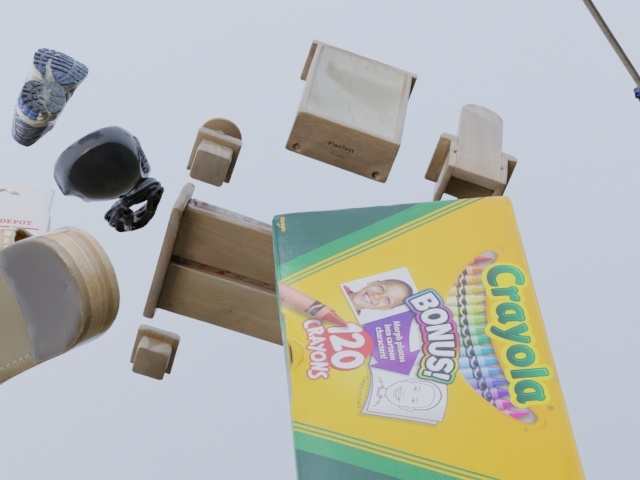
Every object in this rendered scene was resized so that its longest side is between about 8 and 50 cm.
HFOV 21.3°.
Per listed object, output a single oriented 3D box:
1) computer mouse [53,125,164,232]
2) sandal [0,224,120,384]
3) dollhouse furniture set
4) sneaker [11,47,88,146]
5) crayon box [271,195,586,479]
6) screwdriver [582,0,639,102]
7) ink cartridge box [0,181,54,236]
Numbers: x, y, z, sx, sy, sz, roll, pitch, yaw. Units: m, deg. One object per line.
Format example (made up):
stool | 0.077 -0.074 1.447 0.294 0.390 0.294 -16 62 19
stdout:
computer mouse | -0.158 -0.035 1.347 0.071 0.041 0.242 -29 -12 -3
sandal | -0.160 0.031 0.920 0.079 0.088 0.240 -21 6 -39
dollhouse furniture set | 0.000 0.000 1.760 0.303 0.174 0.355 19 -59 -3
sneaker | -0.255 -0.130 1.562 0.058 0.052 0.135 -59 5 30
crayon box | 0.061 0.093 1.076 0.165 0.278 0.081 -5 -49 -3
screwdriver | 0.167 -0.089 0.925 0.170 0.024 0.025 41 -102 -42
ink cartridge box | -0.325 0.029 1.692 0.104 0.181 0.061 5 -38 -1
